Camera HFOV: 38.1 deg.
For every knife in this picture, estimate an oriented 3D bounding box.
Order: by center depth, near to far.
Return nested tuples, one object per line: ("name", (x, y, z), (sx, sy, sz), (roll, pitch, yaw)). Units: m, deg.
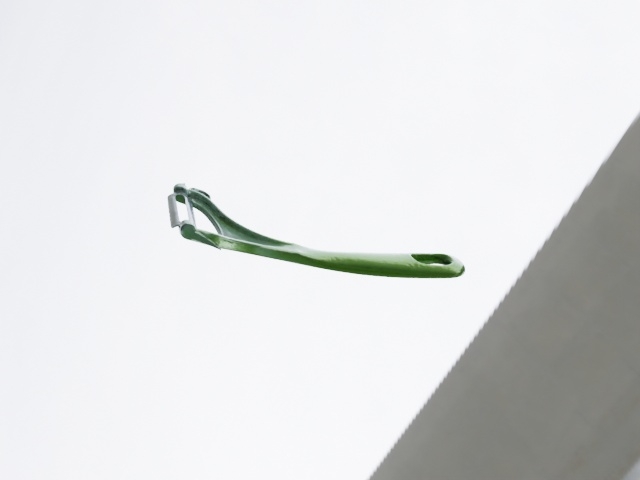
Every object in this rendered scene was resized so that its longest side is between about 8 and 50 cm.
("knife", (-0.001, 0.002, 0.502), (0.078, 0.166, 0.022), (-111, -143, -62))
